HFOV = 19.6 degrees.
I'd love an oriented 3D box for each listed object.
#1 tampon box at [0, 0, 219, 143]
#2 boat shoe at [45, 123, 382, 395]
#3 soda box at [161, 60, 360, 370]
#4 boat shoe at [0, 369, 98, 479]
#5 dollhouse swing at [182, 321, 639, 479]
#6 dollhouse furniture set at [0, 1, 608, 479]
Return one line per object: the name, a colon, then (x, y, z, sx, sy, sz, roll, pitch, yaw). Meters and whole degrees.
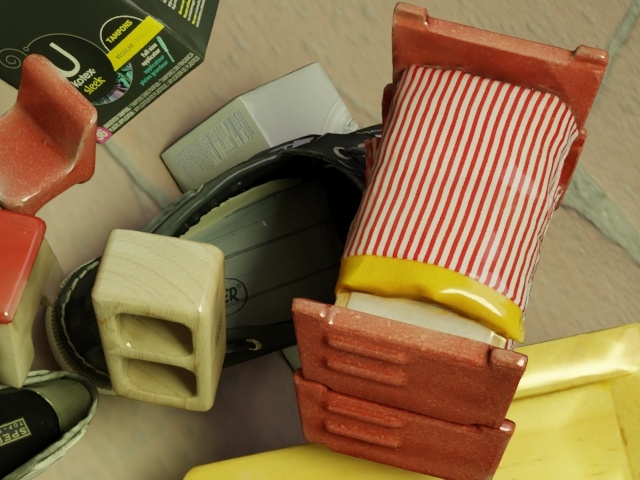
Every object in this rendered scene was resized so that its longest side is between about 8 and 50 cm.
tampon box: (-0.161, -0.165, 1.192, 0.161, 0.120, 0.101, 33, 45, -25)
boat shoe: (-0.002, -0.004, 1.140, 0.340, 0.113, 0.127, -17, 82, -19)
soda box: (0.019, 0.027, 1.265, 0.098, 0.091, 0.286, -29, 87, -50)
boat shoe: (-0.212, 0.117, 0.999, 0.219, 0.070, 0.077, -25, 83, -49)
dollhouse swing: (0.103, 0.257, 1.133, 0.315, 0.305, 0.346, 17, 58, -71)
dollhouse furniture set: (-0.055, -0.021, 0.995, 0.374, 0.152, 0.201, 12, 60, 6)
